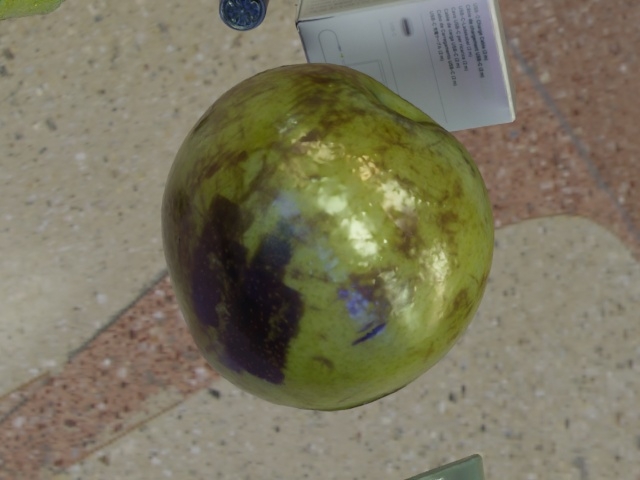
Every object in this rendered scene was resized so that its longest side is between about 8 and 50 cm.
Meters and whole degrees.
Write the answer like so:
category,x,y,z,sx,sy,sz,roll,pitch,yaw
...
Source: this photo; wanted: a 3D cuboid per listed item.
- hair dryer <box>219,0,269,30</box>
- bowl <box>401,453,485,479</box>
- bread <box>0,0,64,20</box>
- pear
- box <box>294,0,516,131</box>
category,x,y,z,sx,sy,sz,roll,pitch,yaw
hair dryer,-0.217,-0.407,1.802,0.361,0.121,0.301,12,34,-7
bowl,0.080,0.368,1.563,0.289,0.289,0.146,-12,77,-35
bread,-0.339,-0.299,1.427,0.114,0.111,0.129,-13,104,-52
pear,0.000,0.000,1.065,0.283,0.283,0.284,4,83,-35
box,0.112,-0.238,1.691,0.106,0.251,0.203,-79,157,-51
